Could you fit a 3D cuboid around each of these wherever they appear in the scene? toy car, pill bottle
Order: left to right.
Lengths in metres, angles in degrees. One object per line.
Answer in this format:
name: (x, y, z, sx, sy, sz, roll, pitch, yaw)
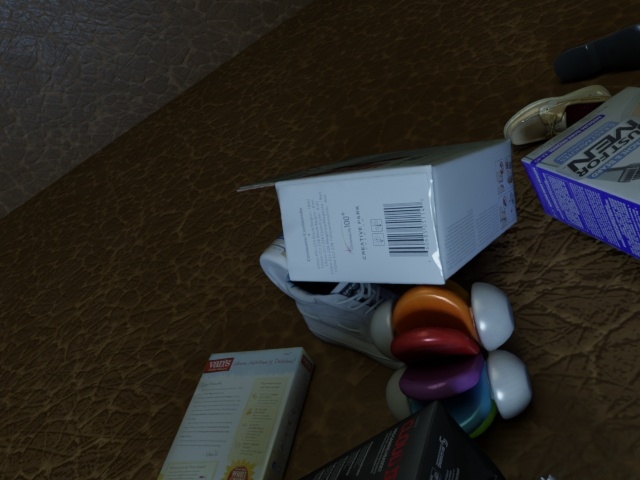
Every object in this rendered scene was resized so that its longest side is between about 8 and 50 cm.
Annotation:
pill bottle: (0.000, 0.000, 0.920, 0.112, 0.112, 0.186, 15, 55, 46)
toy car: (0.133, 0.132, 0.610, 0.159, 0.136, 0.182, -15, 84, 23)

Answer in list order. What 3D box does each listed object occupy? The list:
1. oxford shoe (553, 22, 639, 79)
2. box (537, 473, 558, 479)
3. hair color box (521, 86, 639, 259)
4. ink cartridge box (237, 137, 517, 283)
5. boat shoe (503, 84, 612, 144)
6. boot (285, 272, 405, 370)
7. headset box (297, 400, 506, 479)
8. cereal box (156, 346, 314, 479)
oxford shoe: (0.511, -0.332, 0.947, 0.212, 0.076, 0.076, 0, 36, 37)
box: (0.142, 0.405, 0.353, 0.395, 0.097, 0.318, -40, 32, -8)
hair color box: (0.409, -0.070, 0.636, 0.185, 0.110, 0.339, -34, 25, 0)
ink cartridge box: (0.089, -0.048, 0.763, 0.272, 0.130, 0.309, -1, 13, 34)
boat shoe: (0.379, -0.194, 0.892, 0.170, 0.063, 0.059, -23, 31, 14)
boot: (0.061, 0.095, 0.753, 0.258, 0.123, 0.095, 3, 49, 40)
headset box: (0.022, 0.272, 0.444, 0.293, 0.110, 0.218, -40, 1, 27)
cereal box: (-0.116, 0.260, 0.765, 0.173, 0.047, 0.240, -10, 42, 30)
